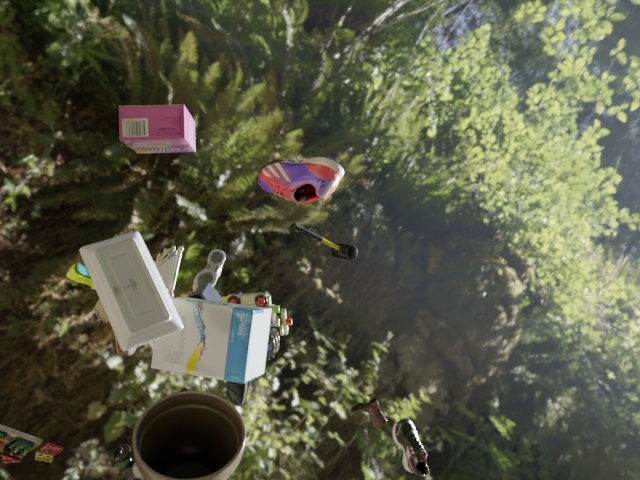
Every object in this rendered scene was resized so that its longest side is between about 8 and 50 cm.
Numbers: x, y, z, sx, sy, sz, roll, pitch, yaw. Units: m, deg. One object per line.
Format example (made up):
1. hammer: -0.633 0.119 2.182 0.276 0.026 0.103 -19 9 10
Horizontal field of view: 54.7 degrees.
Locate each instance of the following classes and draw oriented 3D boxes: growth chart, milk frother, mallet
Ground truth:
1. growth chart: -0.438 0.097 1.708 0.021 0.172 0.237 22 -26 -28
2. milk frother: -0.688 0.826 2.317 0.135 0.129 0.143 -30 -42 34
3. mallet: 0.000 0.000 1.443 0.190 0.039 0.062 25 -12 -31

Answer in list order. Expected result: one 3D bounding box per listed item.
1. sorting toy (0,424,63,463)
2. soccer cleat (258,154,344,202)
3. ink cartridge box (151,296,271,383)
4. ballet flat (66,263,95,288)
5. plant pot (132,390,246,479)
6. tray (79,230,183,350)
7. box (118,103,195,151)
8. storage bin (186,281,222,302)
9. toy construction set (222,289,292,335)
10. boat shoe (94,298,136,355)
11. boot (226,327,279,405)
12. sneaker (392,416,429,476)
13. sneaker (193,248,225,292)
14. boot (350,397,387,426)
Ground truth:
1. sorting toy: -0.813 0.540 1.609 0.132 0.046 0.274 -33 -53 32
2. soccer cleat: -0.077 -0.155 1.697 0.318 0.116 0.108 -1 -35 45
3. ink cartridge box: -0.300 0.271 1.730 0.270 0.197 0.198 6 -3 10
4. ballet flat: -0.884 0.152 2.402 0.231 0.077 0.077 34 29 -51
5. plant pot: -0.395 0.667 1.866 0.323 0.323 0.280 30 -50 26
6. tray: -0.428 0.104 1.399 0.270 0.145 0.030 60 -30 17
7. box: -0.552 -0.378 2.118 0.243 0.214 0.117 156 -68 -86
8. storage bin: -0.455 0.238 2.456 0.098 0.091 0.135 -19 -62 34
9. toy construction set: -0.266 0.295 2.304 0.151 0.328 0.215 -134 -141 -74
10. boat shoe: -0.653 0.218 1.973 0.123 0.116 0.324 80 -4 -65
11. boot: -0.214 0.407 2.011 0.085 0.179 0.236 17 -71 35
12. sneaker: 0.256 0.562 1.673 0.077 0.072 0.178 14 -50 60
13. sneaker: -0.481 0.158 2.708 0.090 0.232 0.115 24 -32 7
14. boot: 0.175 0.632 2.222 0.037 0.106 0.114 -97 166 -65
